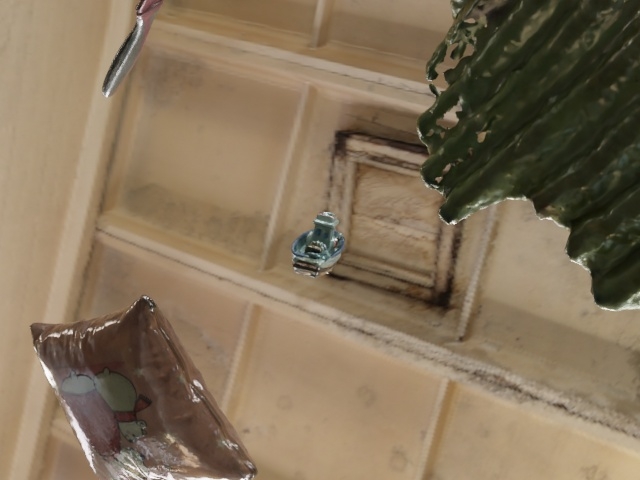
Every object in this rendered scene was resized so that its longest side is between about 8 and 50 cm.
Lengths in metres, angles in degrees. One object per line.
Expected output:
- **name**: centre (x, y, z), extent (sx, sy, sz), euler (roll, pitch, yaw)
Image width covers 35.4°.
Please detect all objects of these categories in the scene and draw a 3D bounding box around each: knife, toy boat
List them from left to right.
- **knife**: centre (-0.184, -0.241, 1.055), extent (0.018, 0.035, 0.247), euler (48, -51, 13)
- **toy boat**: centre (0.000, 0.000, 1.225), extent (0.059, 0.140, 0.066), euler (16, -76, 9)

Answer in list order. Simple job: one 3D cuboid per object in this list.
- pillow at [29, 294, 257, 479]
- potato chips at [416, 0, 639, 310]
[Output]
- **pillow**: centre (-0.196, 0.167, 1.053), extent (0.236, 0.084, 0.223), euler (-15, -74, 39)
- **potato chips**: centre (0.215, -0.163, 0.783), extent (0.373, 0.097, 0.389), euler (38, -53, 39)
